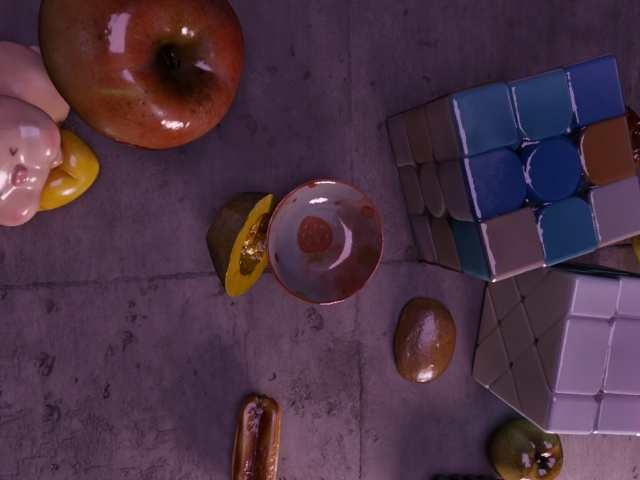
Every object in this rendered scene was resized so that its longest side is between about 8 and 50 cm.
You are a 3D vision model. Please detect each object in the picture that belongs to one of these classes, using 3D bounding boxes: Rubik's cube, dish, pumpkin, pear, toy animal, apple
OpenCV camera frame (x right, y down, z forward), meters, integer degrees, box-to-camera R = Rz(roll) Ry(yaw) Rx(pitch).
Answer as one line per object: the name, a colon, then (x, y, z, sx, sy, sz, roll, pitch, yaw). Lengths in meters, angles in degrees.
Rubik's cube: (0.559, 0.212, 1.271, 0.316, 0.322, 0.318, 6, 95, -15)
dish: (0.000, 0.000, 1.239, 0.260, 0.085, 0.260, -3, 97, -20)
pumpkin: (-0.166, -0.008, 1.164, 0.110, 0.217, 0.217, 26, 89, 17)
pear: (0.483, 0.501, 1.373, 0.167, 0.136, 0.167, 0, 90, -11)
Rubik's cube: (0.372, -0.142, 1.181, 0.344, 0.347, 0.346, -17, 99, -12)
toy animal: (-0.533, -0.179, 1.022, 0.278, 0.247, 0.345, 20, 91, -16)
apple: (-0.319, -0.326, 1.030, 0.338, 0.305, 0.338, -14, 111, -41)

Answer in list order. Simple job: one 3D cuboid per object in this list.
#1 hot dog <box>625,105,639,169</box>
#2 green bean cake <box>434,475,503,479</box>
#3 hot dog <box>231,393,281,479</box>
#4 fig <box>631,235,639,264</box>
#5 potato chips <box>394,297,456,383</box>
hot dog: (0.671, -0.220, 1.369, 0.160, 0.099, 0.227, 34, 85, -14)
green bean cake: (0.355, 0.660, 1.380, 0.233, 0.097, 0.198, 4, 93, -13)
hot dog: (-0.139, 0.455, 1.264, 0.100, 0.068, 0.249, 7, 92, 0)
fig: (0.884, 0.032, 1.365, 0.258, 0.258, 0.326, -26, 107, -9)
potato chips: (0.244, 0.236, 1.341, 0.150, 0.049, 0.201, 11, 99, -8)
